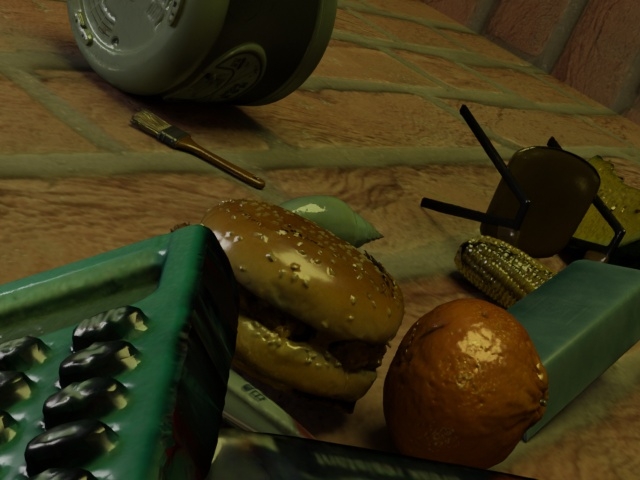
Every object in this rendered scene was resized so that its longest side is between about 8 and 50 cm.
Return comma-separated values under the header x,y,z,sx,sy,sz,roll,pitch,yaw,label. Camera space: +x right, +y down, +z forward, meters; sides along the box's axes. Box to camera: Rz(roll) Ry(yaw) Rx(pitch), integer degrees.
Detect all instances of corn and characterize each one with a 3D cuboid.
x,y,z,sx,sy,sz,roll,pitch,yaw,label
0.236,0.058,1.188,0.203,0.072,0.072,35,23,24,corn

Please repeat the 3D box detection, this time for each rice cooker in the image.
x,y,z,sx,sy,sz,roll,pitch,yaw,label
-0.143,-0.303,1.346,0.288,0.288,0.277,38,23,31,rice cooker

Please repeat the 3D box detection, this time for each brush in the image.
x,y,z,sx,sy,sz,roll,pitch,yaw,label
-0.136,-0.102,1.223,0.170,0.014,0.043,29,23,7,brush

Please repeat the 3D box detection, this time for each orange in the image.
x,y,z,sx,sy,sz,roll,pitch,yaw,label
0.109,0.113,0.819,0.117,0.135,0.135,26,17,36,orange

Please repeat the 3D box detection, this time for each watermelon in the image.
x,y,z,sx,sy,sz,roll,pitch,yaw,label
0.398,-0.027,1.485,0.123,0.129,0.301,23,15,-14,watermelon

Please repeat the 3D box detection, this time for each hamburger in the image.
x,y,z,sx,sy,sz,roll,pitch,yaw,label
-0.031,0.039,0.824,0.191,0.118,0.182,27,2,8,hamburger

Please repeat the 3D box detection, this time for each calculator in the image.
x,y,z,sx,sy,sz,roll,pitch,yaw,label
-0.165,0.091,0.482,0.248,0.058,0.274,-17,24,9,calculator

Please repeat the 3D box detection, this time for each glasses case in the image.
x,y,z,sx,sy,sz,roll,pitch,yaw,label
0.231,0.085,1.038,0.105,0.056,0.266,36,39,24,glasses case

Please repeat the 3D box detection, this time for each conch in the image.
x,y,z,sx,sy,sz,roll,pitch,yaw,label
-0.004,0.000,1.082,0.180,0.088,0.065,1,-12,-35,conch

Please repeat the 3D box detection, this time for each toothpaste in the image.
x,y,z,sx,sy,sz,roll,pitch,yaw,label
-0.081,0.099,0.763,0.239,0.039,0.062,32,-17,21,toothpaste

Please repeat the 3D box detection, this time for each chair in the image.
x,y,z,sx,sy,sz,roll,pitch,yaw,label
0.260,-0.033,1.325,0.159,0.172,0.247,14,17,-30,chair

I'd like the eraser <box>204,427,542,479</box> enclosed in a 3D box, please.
x,y,z,sx,sy,sz,roll,pitch,yaw,label
0.060,0.196,0.549,0.332,0.155,0.101,16,25,-27,eraser
